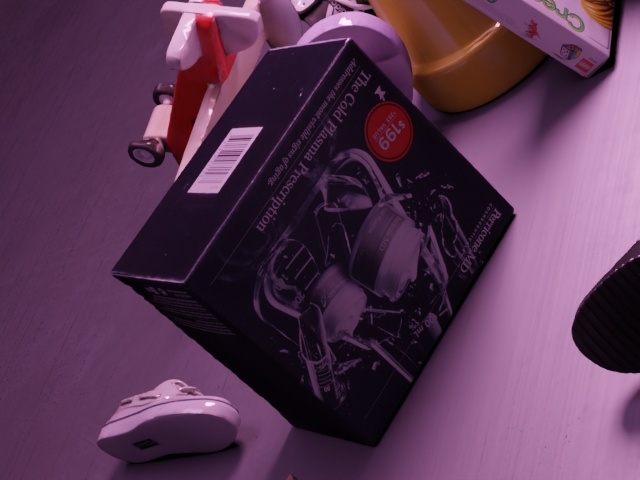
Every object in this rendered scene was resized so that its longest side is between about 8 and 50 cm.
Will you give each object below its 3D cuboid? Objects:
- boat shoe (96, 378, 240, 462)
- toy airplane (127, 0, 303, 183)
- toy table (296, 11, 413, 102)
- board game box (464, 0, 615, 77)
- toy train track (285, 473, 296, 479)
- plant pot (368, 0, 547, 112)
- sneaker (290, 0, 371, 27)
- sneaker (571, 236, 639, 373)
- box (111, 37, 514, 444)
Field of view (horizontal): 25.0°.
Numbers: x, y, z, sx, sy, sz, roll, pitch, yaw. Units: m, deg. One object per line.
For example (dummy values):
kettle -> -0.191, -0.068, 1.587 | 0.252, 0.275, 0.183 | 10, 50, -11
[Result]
boat shoe -> -0.190, 0.225, 1.865 | 0.267, 0.096, 0.088 | -25, 38, 50
toy airplane -> -0.126, -0.221, 2.162 | 0.384, 0.273, 0.386 | -77, 8, -78
toy table -> 0.038, -0.149, 1.907 | 0.252, 0.274, 0.160 | -4, 51, 7
board game box -> 0.234, -0.351, 1.798 | 0.053, 0.305, 0.193 | -45, 22, 45
toy train track -> -0.024, 0.289, 1.629 | 0.048, 0.014, 0.083 | -51, 21, 7
plant pot -> 0.170, -0.341, 1.945 | 0.254, 0.239, 0.254 | -34, 31, 24
sneaker -> 0.104, -0.419, 2.267 | 0.257, 0.169, 0.447 | -60, 21, -7
sneaker -> 0.378, -0.002, 1.367 | 0.330, 0.122, 0.146 | -40, 10, 15
box -> 0.000, 0.000, 1.653 | 0.179, 0.312, 0.343 | 4, 56, 56
